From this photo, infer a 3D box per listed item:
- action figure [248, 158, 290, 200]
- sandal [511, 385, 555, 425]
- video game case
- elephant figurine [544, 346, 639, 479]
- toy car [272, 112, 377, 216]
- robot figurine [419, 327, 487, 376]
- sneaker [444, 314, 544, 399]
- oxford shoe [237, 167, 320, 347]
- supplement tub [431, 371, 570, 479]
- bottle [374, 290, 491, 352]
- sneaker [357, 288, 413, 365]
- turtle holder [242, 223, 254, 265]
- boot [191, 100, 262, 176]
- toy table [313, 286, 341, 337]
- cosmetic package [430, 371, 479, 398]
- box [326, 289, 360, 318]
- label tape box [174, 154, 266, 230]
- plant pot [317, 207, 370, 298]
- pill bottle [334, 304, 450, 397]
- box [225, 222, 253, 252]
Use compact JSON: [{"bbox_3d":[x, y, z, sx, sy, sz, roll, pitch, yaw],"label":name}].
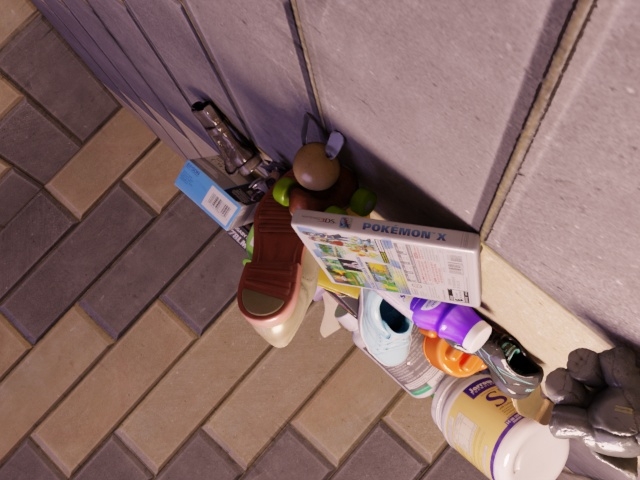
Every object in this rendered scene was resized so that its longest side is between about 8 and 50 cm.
[{"bbox_3d":[-0.097,-0.080,1.742,0.185,0.099,0.285,22,-130,-44],"label":"action figure"},{"bbox_3d":[0.485,0.374,1.691,0.079,0.088,0.240,27,169,46],"label":"sandal"},{"bbox_3d":[0.131,0.037,1.247,0.300,0.036,0.329,9,163,16],"label":"video game case"},{"bbox_3d":[0.446,0.253,1.031,0.169,0.186,0.239,-20,142,33],"label":"elephant figurine"},{"bbox_3d":[0.006,-0.133,1.264,0.155,0.149,0.188,32,140,33],"label":"toy car"},{"bbox_3d":[0.330,0.270,1.755,0.158,0.128,0.219,-1,179,-9],"label":"robot figurine"},{"bbox_3d":[0.360,0.214,1.492,0.267,0.101,0.106,42,151,10],"label":"sneaker"},{"bbox_3d":[-0.058,0.019,1.377,0.140,0.397,0.146,7,145,19],"label":"oxford shoe"},{"bbox_3d":[0.482,0.514,1.937,0.241,0.241,0.331,47,172,-32],"label":"supplement tub"},{"bbox_3d":[0.224,0.122,1.470,0.283,0.118,0.092,39,172,32],"label":"bottle"},{"bbox_3d":[0.163,0.204,1.701,0.150,0.135,0.366,-110,4,-51],"label":"sneaker"},{"bbox_3d":[-0.057,0.025,2.171,0.320,0.243,0.227,3,-175,19],"label":"turtle holder"},{"bbox_3d":[-0.269,-0.289,1.941,0.229,0.091,0.263,50,167,-17],"label":"boot"},{"bbox_3d":[0.080,0.202,2.419,0.161,0.252,0.274,58,-172,14],"label":"toy table"},{"bbox_3d":[0.524,0.546,2.268,0.365,0.155,0.197,42,171,9],"label":"cosmetic package"},{"bbox_3d":[0.085,0.081,1.802,0.270,0.165,0.143,46,172,-36],"label":"box"},{"bbox_3d":[-0.289,-0.178,2.403,0.249,0.115,0.348,41,-153,12],"label":"label tape box"},{"bbox_3d":[0.000,0.000,1.550,0.212,0.187,0.212,22,174,-6],"label":"plant pot"},{"bbox_3d":[0.226,0.286,2.120,0.361,0.204,0.204,44,173,-12],"label":"pill bottle"},{"bbox_3d":[-0.130,0.018,2.443,0.295,0.073,0.293,41,-155,20],"label":"box"}]
